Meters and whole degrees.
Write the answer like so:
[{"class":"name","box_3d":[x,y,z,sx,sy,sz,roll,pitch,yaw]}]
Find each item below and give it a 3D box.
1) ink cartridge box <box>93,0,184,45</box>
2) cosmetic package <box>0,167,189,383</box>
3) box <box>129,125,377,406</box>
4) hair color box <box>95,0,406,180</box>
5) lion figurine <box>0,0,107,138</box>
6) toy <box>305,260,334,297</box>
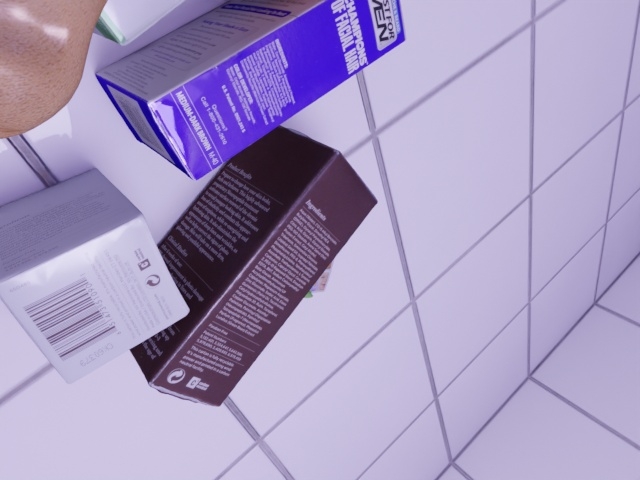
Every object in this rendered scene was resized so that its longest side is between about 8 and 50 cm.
[{"class":"ink cartridge box","box_3d":[-0.225,-0.275,0.421,0.093,0.212,0.154,-44,136,-9]},{"class":"cosmetic package","box_3d":[-0.280,0.031,0.564,0.151,0.184,0.151,-31,130,-24]},{"class":"box","box_3d":[-0.116,0.023,0.702,0.381,0.191,0.143,-52,136,-3]},{"class":"hair color box","box_3d":[-0.079,-0.229,0.594,0.339,0.185,0.110,-39,134,-17]},{"class":"lion figurine","box_3d":[-0.172,-0.186,0.294,0.392,0.142,0.240,-45,145,14]},{"class":"toy","box_3d":[0.000,0.000,0.885,0.137,0.056,0.237,1,112,-43]}]
